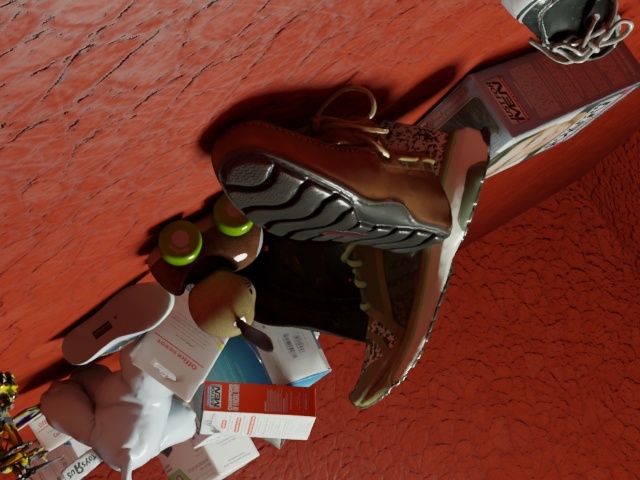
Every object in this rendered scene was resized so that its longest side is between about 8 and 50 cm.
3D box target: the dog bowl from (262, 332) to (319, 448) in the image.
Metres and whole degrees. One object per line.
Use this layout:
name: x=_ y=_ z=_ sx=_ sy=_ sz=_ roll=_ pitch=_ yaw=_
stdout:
dog bowl: x=-0.077 y=0.247 z=2.149 sx=0.349 sy=0.102 sz=0.348 roll=16 pitch=90 yaw=-86

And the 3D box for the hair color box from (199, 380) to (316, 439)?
hair color box: x=-0.096 y=0.257 z=1.576 sx=0.167 sy=0.053 sz=0.093 roll=4 pitch=148 yaw=-9

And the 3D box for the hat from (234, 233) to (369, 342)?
hat: x=0.021 y=0.028 z=1.572 sx=0.331 sy=0.331 sz=0.134 roll=-21 pitch=125 yaw=-53

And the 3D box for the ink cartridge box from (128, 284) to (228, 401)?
ink cartridge box: x=-0.197 y=0.143 z=1.482 sx=0.061 sy=0.104 sz=0.181 roll=-41 pitch=-166 yaw=48

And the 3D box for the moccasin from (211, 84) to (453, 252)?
moccasin: x=0.024 y=-0.080 z=1.152 sx=0.139 sy=0.147 sz=0.380 roll=-19 pitch=163 yaw=39

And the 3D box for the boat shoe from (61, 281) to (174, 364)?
boat shoe: x=-0.266 y=0.107 z=1.431 sx=0.183 sy=0.065 sz=0.083 roll=-30 pitch=176 yaw=17

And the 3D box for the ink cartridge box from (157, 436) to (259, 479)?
ink cartridge box: x=-0.278 y=0.386 z=2.216 sx=0.115 sy=0.272 sz=0.198 roll=-21 pitch=166 yaw=-42

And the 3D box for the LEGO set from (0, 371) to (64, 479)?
LEGO set: x=-0.518 y=0.341 z=1.392 sx=0.331 sy=0.192 sz=0.255 roll=-31 pitch=171 yaw=-11

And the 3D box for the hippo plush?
hippo plush: x=-0.296 y=0.211 z=1.601 sx=0.294 sy=0.234 sz=0.236 roll=-50 pitch=163 yaw=-69

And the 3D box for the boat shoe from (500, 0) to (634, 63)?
boat shoe: x=0.292 y=-0.257 z=1.203 sx=0.113 sy=0.105 sz=0.306 roll=-35 pitch=171 yaw=15

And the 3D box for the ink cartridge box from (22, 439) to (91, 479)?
ink cartridge box: x=-0.552 y=0.454 z=2.190 sx=0.180 sy=0.104 sz=0.060 roll=-37 pitch=171 yaw=31

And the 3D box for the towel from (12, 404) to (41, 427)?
towel: x=-0.521 y=0.311 z=1.817 sx=0.083 sy=0.009 sz=0.060 roll=-35 pitch=172 yaw=17

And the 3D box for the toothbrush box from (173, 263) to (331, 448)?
toothbrush box: x=-0.144 y=0.191 z=1.748 sx=0.126 sy=0.216 sz=0.295 roll=-12 pitch=159 yaw=-40

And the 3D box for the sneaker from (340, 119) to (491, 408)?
sneaker: x=0.088 y=0.021 z=1.398 sx=0.158 sy=0.182 sz=0.410 roll=-31 pitch=140 yaw=-80

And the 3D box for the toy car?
toy car: x=-0.109 y=0.060 z=1.279 sx=0.149 sy=0.188 sz=0.155 roll=-29 pitch=171 yaw=-17

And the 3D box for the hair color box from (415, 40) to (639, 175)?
hair color box: x=0.310 y=-0.197 z=1.572 sx=0.374 sy=0.113 sz=0.185 roll=-24 pitch=168 yaw=-40

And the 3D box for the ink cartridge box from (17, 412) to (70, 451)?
ink cartridge box: x=-0.446 y=0.318 z=1.902 sx=0.115 sy=0.067 sz=0.198 roll=-36 pitch=173 yaw=24
